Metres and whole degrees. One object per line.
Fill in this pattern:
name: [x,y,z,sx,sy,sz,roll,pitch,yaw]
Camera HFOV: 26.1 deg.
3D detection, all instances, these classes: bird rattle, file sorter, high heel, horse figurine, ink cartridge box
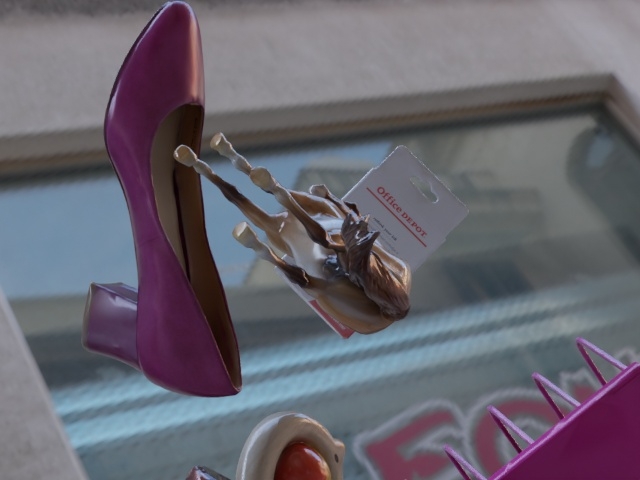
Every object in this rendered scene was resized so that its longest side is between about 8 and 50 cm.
bird rattle: [-0.044,0.281,1.442,0.143,0.207,0.253,-14,-29,41]
file sorter: [0.270,0.283,1.604,0.291,0.182,0.202,-38,-71,-5]
high heel: [-0.120,-0.038,1.363,0.127,0.181,0.377,-15,-62,-61]
horse figurine: [0.000,0.000,0.936,0.174,0.263,0.066,36,-87,-27]
ink cartridge box: [0.057,0.002,1.540,0.198,0.115,0.067,-44,-2,-4]

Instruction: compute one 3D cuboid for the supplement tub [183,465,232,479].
supplement tub: [-0.147,0.356,1.523,0.198,0.106,0.106,-58,-35,-4]
